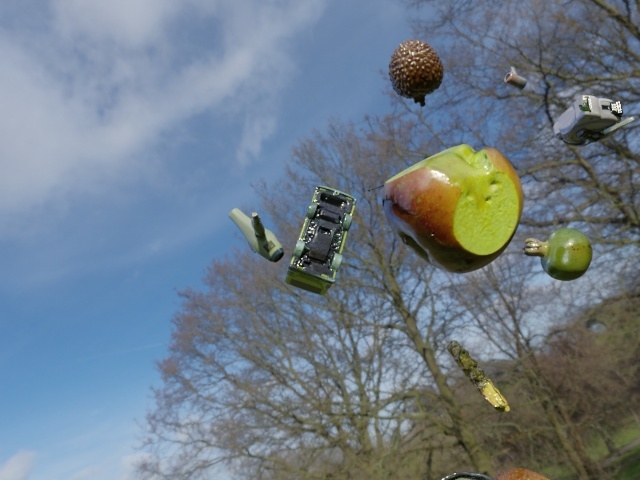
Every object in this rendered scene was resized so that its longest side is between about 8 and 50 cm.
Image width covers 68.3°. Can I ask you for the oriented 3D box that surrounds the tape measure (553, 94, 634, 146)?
[{"bbox_3d":[0.862,-0.373,1.506,0.178,0.105,0.196,0,-19,0],"label":"tape measure"}]

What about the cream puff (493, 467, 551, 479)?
[{"bbox_3d":[0.691,0.890,1.532,0.212,0.302,0.303,-54,-10,-30],"label":"cream puff"}]

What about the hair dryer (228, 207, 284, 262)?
[{"bbox_3d":[-0.289,-0.068,1.930,0.119,0.295,0.298,-42,-40,-18],"label":"hair dryer"}]

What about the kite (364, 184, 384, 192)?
[{"bbox_3d":[0.239,-0.196,1.659,0.182,0.010,0.160,-19,1,7],"label":"kite"}]

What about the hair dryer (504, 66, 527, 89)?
[{"bbox_3d":[0.632,-0.544,1.549,0.063,0.114,0.037,19,-44,-13],"label":"hair dryer"}]

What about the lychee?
[{"bbox_3d":[0.344,-0.596,1.688,0.199,0.200,0.239,-22,-67,-8],"label":"lychee"}]

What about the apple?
[{"bbox_3d":[0.366,-0.105,1.280,0.374,0.375,0.384,-30,-36,10],"label":"apple"}]

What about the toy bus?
[{"bbox_3d":[0.000,0.000,1.261,0.127,0.262,0.150,19,-30,-3],"label":"toy bus"}]

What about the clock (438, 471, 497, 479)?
[{"bbox_3d":[0.241,0.462,0.744,0.184,0.185,0.040,-25,-50,0],"label":"clock"}]

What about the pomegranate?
[{"bbox_3d":[0.813,0.055,1.610,0.210,0.180,0.179,-17,-24,4],"label":"pomegranate"}]

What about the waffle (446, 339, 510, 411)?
[{"bbox_3d":[0.585,0.511,1.778,0.065,0.309,0.283,-38,-65,-1],"label":"waffle"}]
